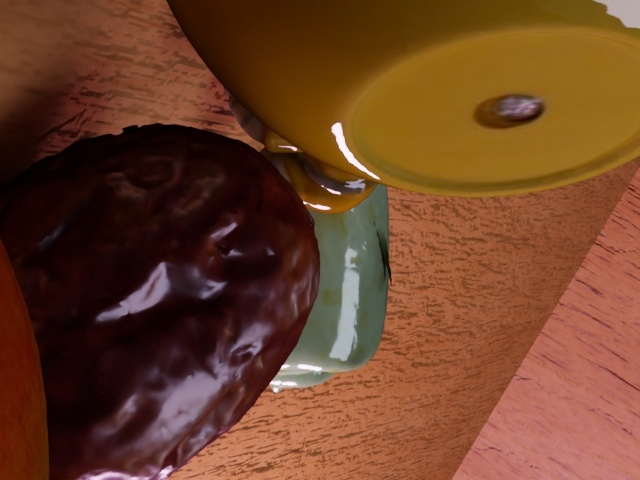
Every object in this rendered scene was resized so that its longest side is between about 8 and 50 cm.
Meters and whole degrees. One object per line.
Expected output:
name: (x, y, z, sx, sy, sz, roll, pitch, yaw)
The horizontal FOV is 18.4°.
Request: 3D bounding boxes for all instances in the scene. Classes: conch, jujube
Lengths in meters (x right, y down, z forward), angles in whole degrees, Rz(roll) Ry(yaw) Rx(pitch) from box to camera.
conch: (-0.003, 0.002, 1.555, 0.143, 0.137, 0.251, 11, 93, -45)
jujube: (-0.135, 0.055, 1.108, 0.290, 0.197, 0.197, -38, 160, -12)

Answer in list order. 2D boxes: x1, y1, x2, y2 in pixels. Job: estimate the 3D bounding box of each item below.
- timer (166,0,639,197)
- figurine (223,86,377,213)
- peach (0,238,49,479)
timer: (0.072, -0.229, 0.984, 0.376, 0.376, 0.387, 82, -1, -66)
figurine: (0.021, -0.119, 1.269, 0.257, 0.167, 0.192, 98, 15, -60)
peach: (-0.226, 0.086, 0.720, 0.308, 0.289, 0.289, -48, 163, -10)
